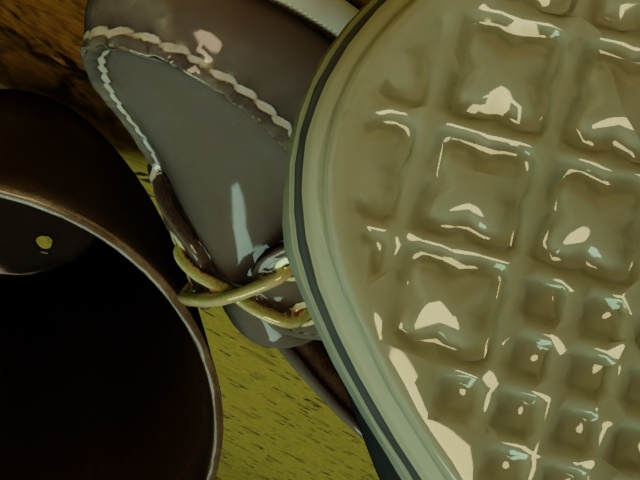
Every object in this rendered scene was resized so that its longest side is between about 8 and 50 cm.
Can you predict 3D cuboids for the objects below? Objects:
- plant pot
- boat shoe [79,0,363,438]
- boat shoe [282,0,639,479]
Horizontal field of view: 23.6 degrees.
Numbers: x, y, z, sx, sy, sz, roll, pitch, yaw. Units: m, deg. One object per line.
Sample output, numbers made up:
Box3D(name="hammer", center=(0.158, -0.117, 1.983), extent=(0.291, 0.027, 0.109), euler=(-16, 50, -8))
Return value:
Box3D(name="plant pot", center=(-0.154, 0.021, 0.699), extent=(0.215, 0.215, 0.230), euler=(31, -159, -19))
Box3D(name="boat shoe", center=(0.000, 0.000, 0.587), extent=(0.116, 0.096, 0.324), euler=(19, 165, 29))
Box3D(name="boat shoe", center=(0.150, 0.149, 0.408), extent=(0.500, 0.187, 0.156), euler=(60, 178, -1))
